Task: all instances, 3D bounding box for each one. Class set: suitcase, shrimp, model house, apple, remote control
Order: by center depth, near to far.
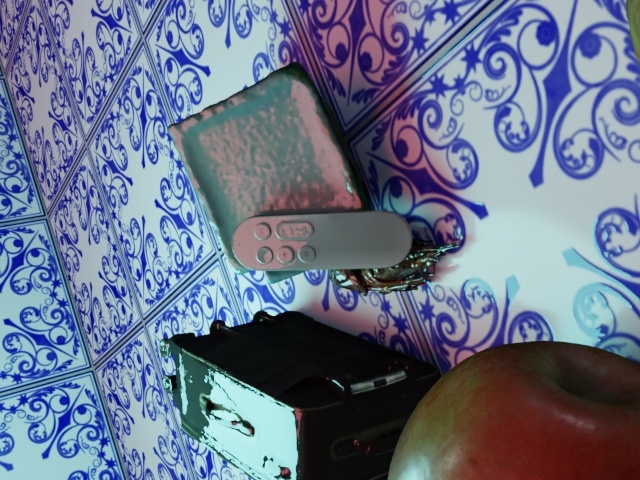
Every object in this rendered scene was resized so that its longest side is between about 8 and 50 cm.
[{"bbox_3d":[0.226,0.241,0.780,0.319,0.319,0.277,26,103,49],"label":"apple"},{"bbox_3d":[0.000,0.000,1.059,0.245,0.022,0.077,-2,102,14],"label":"remote control"},{"bbox_3d":[0.102,0.026,1.094,0.233,0.079,0.090,-18,74,47],"label":"shrimp"},{"bbox_3d":[-0.038,0.234,1.179,0.434,0.283,0.194,10,105,53],"label":"suitcase"},{"bbox_3d":[-0.044,-0.101,1.192,0.230,0.249,0.280,-22,95,17],"label":"model house"}]

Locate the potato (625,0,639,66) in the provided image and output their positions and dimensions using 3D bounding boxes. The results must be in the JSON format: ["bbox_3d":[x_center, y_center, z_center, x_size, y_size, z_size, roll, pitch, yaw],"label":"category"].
[{"bbox_3d":[0.343,-0.149,0.569,0.237,0.301,0.289,127,159,-72],"label":"potato"}]
